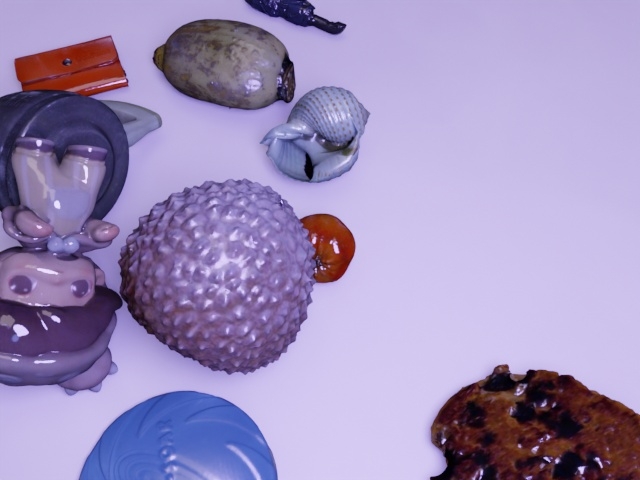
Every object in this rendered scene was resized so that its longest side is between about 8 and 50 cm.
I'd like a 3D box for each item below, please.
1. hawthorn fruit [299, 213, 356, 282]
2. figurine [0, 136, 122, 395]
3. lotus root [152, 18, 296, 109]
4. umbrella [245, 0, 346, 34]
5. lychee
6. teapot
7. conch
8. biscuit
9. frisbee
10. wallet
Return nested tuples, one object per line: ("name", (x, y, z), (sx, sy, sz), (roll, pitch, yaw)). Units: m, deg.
("hawthorn fruit", (0.000, 0.013, 1.032), (0.125, 0.140, 0.125), (0, 93, 9))
("figurine", (-0.403, 0.044, 0.884), (0.248, 0.203, 0.381), (7, 95, -40))
("lotus root", (-0.201, -0.345, 1.204), (0.309, 0.173, 0.173), (14, 61, 14))
("umbrella", (-0.061, -0.508, 1.345), (0.248, 0.071, 0.071), (30, 64, 10))
("lychee", (-0.141, 0.049, 0.900), (0.299, 0.300, 0.300), (1, 61, -2))
("teapot", (-0.470, -0.182, 1.054), (0.239, 0.239, 0.322), (20, 66, 24))
("conch", (0.000, -0.192, 1.134), (0.199, 0.131, 0.172), (-18, 88, 18))
("biscuit", (0.304, 0.317, 0.830), (0.289, 0.081, 0.334), (-37, 38, -12))
("frisbee", (-0.205, 0.352, 0.864), (0.289, 0.049, 0.290), (1, 61, -2))
("wallet", (-0.509, -0.345, 1.245), (0.204, 0.045, 0.142), (-19, 63, -13))
